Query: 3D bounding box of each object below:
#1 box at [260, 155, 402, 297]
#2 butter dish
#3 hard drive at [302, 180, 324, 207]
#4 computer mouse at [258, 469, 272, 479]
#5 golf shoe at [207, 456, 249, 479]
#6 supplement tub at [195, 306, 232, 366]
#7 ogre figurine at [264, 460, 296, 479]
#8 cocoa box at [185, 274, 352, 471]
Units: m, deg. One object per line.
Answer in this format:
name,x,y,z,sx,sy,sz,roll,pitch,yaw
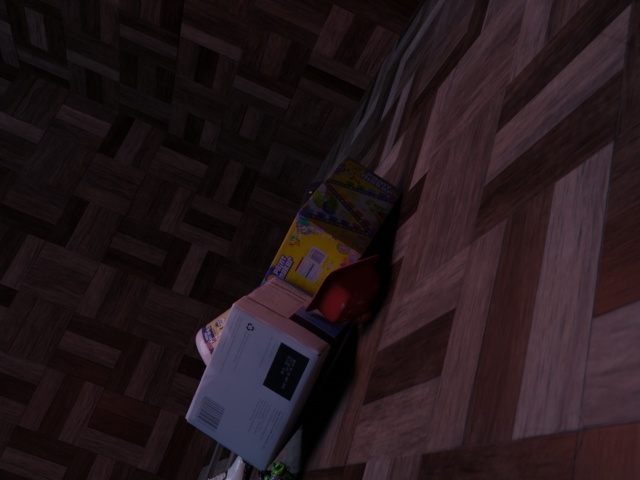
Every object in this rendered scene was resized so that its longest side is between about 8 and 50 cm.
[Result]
box,0.028,-0.004,1.618,0.279,0.177,0.290,-53,-5,-46
butter dish,0.072,0.128,1.418,0.160,0.118,0.160,-18,-28,-38
hard drive,0.000,0.000,1.988,0.339,0.064,0.236,-79,-25,-54
computer mouse,-0.206,0.709,1.676,0.262,0.060,0.184,-56,7,2
golf shoe,-0.314,0.802,2.092,0.105,0.120,0.272,-95,30,-77
supplement tub,-0.172,0.271,1.858,0.316,0.228,0.228,-36,9,0
ogre figurine,-0.122,0.589,1.463,0.197,0.097,0.118,-42,13,48
cocoa box,-0.116,0.301,1.507,0.347,0.232,0.228,-66,-13,22
